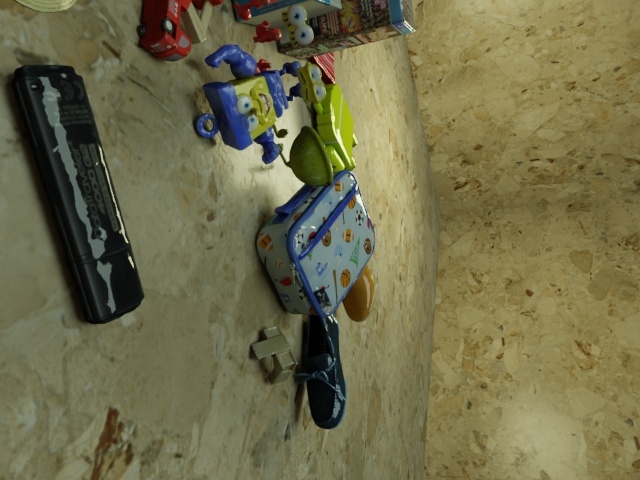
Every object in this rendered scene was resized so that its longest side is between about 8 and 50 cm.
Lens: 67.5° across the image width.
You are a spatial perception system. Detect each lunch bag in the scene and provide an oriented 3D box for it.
[{"bbox_3d":[0.000,0.000,1.005,0.303,0.114,0.243,-53,133,-42],"label":"lunch bag"}]

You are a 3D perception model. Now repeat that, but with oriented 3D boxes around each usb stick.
[{"bbox_3d":[-0.257,-0.044,0.521,0.077,0.045,0.278,-33,116,-58],"label":"usb stick"}]

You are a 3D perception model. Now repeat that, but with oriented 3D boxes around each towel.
[{"bbox_3d":[0.003,-0.586,1.327,0.199,0.031,0.275,35,53,-64],"label":"towel"}]

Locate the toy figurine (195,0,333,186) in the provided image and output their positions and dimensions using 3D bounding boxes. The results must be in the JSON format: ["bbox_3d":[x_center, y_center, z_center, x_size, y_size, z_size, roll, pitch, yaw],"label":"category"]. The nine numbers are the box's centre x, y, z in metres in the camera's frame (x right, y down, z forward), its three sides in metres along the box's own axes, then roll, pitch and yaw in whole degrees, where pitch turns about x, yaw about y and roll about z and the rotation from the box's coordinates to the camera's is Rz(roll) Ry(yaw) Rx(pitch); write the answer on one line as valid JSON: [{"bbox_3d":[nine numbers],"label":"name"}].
[{"bbox_3d":[-0.127,-0.216,0.838,0.217,0.191,0.363,-38,132,-30],"label":"toy figurine"}]

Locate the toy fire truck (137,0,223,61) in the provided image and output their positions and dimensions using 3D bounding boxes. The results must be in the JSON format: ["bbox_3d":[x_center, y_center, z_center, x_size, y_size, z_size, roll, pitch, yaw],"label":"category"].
[{"bbox_3d":[-0.204,-0.345,0.721,0.135,0.047,0.192,28,60,-66],"label":"toy fire truck"}]

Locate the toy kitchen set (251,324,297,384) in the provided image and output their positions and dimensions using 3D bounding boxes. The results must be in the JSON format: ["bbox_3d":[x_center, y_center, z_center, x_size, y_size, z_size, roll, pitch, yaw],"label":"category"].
[{"bbox_3d":[-0.099,0.217,0.890,0.068,0.075,0.083,-11,57,-33],"label":"toy kitchen set"}]

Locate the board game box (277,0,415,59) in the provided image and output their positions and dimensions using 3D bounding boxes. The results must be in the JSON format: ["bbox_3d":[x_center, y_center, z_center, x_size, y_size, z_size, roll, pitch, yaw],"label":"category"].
[{"bbox_3d":[0.043,-0.560,1.067,0.141,0.291,0.232,-34,117,-66],"label":"board game box"}]

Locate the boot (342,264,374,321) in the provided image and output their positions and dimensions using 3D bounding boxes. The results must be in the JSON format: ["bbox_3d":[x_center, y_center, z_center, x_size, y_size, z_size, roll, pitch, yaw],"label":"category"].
[{"bbox_3d":[0.050,0.052,1.223,0.211,0.104,0.295,29,54,-58],"label":"boot"}]

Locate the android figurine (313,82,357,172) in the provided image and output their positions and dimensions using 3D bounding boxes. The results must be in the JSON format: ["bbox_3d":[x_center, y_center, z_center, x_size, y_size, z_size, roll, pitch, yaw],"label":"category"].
[{"bbox_3d":[0.042,-0.316,1.327,0.273,0.056,0.248,48,42,-58],"label":"android figurine"}]

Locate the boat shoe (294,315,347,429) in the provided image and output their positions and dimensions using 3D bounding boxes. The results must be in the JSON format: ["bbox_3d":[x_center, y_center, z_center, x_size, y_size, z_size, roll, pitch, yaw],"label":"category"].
[{"bbox_3d":[-0.009,0.269,1.032,0.089,0.109,0.258,47,26,-47],"label":"boat shoe"}]

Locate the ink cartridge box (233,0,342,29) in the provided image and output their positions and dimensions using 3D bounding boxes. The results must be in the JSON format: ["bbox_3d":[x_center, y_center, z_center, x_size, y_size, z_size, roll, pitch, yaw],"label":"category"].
[{"bbox_3d":[-0.079,-0.556,0.922,0.171,0.168,0.233,-43,124,-63],"label":"ink cartridge box"}]

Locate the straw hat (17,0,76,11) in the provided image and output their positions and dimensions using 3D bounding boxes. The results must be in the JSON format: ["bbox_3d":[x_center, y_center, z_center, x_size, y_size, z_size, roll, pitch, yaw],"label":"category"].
[{"bbox_3d":[-0.283,-0.315,0.496,0.144,0.061,0.145,-6,90,-68],"label":"straw hat"}]
